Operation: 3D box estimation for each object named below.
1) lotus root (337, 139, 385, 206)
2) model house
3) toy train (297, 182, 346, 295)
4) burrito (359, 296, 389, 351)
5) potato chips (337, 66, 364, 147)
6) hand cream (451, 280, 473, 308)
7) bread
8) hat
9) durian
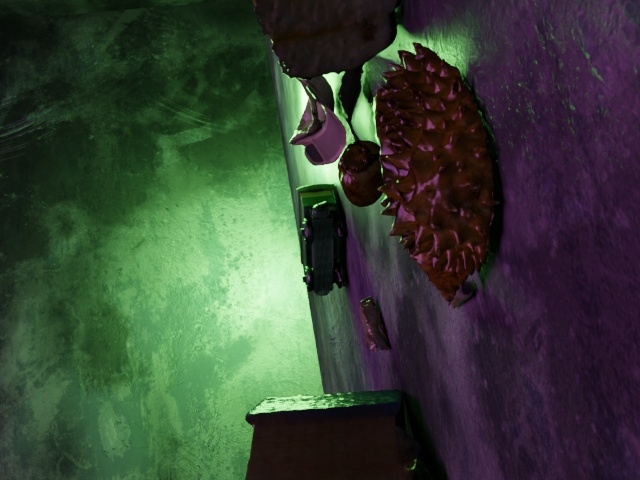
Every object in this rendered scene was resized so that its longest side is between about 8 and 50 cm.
[{"bbox_3d":[0.079,-0.113,1.342,0.191,0.094,0.108,76,-153,-70],"label":"lotus root"},{"bbox_3d":[0.052,0.469,1.379,0.343,0.334,0.382,-89,-9,-57],"label":"model house"},{"bbox_3d":[0.000,0.000,1.988,0.202,0.120,0.301,-102,8,-53],"label":"toy train"},{"bbox_3d":[0.113,0.186,1.550,0.055,0.041,0.149,108,157,-44],"label":"burrito"},{"bbox_3d":[0.067,-0.242,1.421,0.167,0.059,0.229,-82,-13,-78],"label":"potato chips"},{"bbox_3d":[0.181,0.068,0.946,0.102,0.022,0.035,88,173,-79],"label":"hand cream"},{"bbox_3d":[-0.018,-0.474,1.069,0.395,0.239,0.264,85,169,-48],"label":"bread"},{"bbox_3d":[0.011,-0.312,1.769,0.226,0.164,0.220,31,138,28],"label":"hat"},{"bbox_3d":[0.120,-0.109,0.872,0.191,0.112,0.342,92,171,-64],"label":"durian"}]
